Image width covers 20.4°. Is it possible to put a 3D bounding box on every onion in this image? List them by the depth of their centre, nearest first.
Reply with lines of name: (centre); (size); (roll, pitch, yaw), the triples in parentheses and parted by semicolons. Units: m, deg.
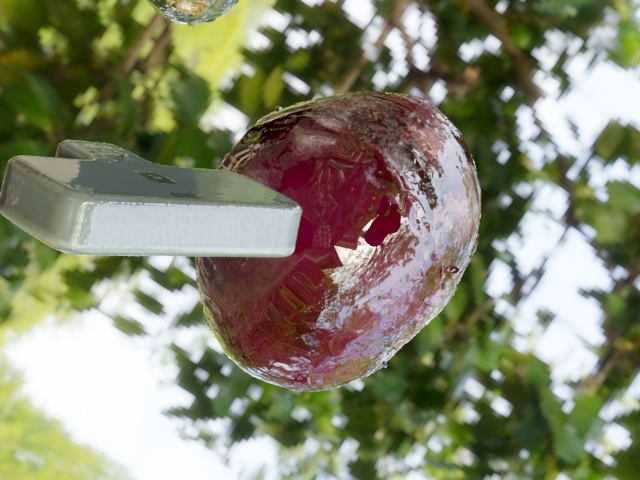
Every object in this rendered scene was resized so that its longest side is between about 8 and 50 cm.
onion: (0.000, 0.000, 1.868); (0.337, 0.282, 0.260); (-49, 170, 29)

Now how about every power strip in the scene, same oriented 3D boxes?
power strip: (-0.167, -0.038, 1.585); (0.193, 0.265, 0.059); (28, -70, 45)

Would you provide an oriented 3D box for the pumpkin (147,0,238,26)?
pumpkin: (-0.159, -0.340, 2.045); (0.146, 0.190, 0.190); (-42, -164, 16)
